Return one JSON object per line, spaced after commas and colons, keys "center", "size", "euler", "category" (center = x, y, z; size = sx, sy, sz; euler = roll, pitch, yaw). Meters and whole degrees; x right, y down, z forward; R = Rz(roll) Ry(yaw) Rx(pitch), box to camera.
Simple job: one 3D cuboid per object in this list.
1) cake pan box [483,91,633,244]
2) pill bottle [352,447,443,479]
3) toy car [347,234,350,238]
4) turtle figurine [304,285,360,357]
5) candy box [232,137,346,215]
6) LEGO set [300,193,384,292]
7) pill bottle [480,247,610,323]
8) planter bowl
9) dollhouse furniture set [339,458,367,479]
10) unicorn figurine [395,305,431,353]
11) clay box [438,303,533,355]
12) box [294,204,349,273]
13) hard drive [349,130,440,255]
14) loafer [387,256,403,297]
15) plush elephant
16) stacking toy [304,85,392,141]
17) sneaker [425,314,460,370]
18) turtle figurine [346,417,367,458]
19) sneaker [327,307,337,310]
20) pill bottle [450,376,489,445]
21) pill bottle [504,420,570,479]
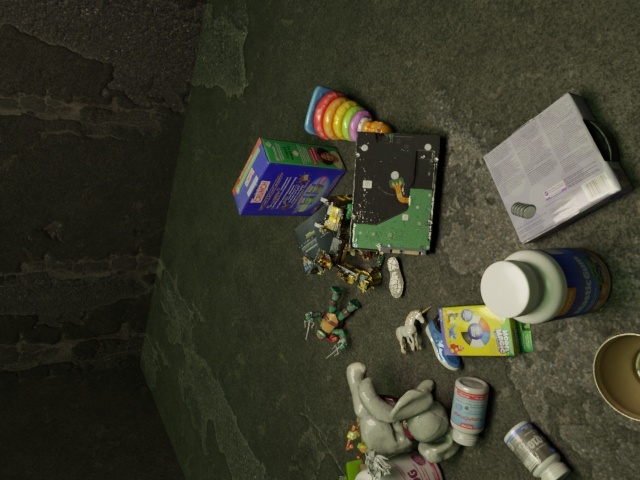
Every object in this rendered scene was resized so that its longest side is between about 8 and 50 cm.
{"center": [0.522, -0.157, 1.192], "size": [0.267, 0.070, 0.246], "euler": [-42, 60, 47], "category": "cake pan box"}
{"center": [0.194, 0.703, 1.482], "size": [0.160, 0.283, 0.161], "euler": [13, 107, 52], "category": "pill bottle"}
{"center": [0.107, -0.019, 1.787], "size": [0.040, 0.060, 0.122], "euler": [22, 120, 18], "category": "toy car"}
{"center": [0.033, 0.281, 1.831], "size": [0.234, 0.175, 0.118], "euler": [-60, 2, 19], "category": "turtle figurine"}
{"center": [-0.113, -0.211, 1.859], "size": [0.268, 0.317, 0.122], "euler": [-52, 51, 41], "category": "candy box"}
{"center": [0.087, 0.005, 1.647], "size": [0.255, 0.192, 0.331], "euler": [36, 117, 29], "category": "LEGO set"}
{"center": [0.465, 0.093, 1.102], "size": [0.152, 0.272, 0.152], "euler": [4, 95, 54], "category": "pill bottle"}
{"center": [0.630, 0.253, 1.017], "size": [0.162, 0.109, 0.162], "euler": [4, 95, 54], "category": "planter bowl"}
{"center": [0.148, 0.877, 1.751], "size": [0.198, 0.151, 0.302], "euler": [-98, 13, -45], "category": "dollhouse furniture set"}
{"center": [0.266, 0.271, 1.566], "size": [0.162, 0.060, 0.111], "euler": [-32, 66, 50], "category": "unicorn figurine"}
{"center": [0.414, 0.225, 1.341], "size": [0.222, 0.053, 0.128], "euler": [-12, 82, 43], "category": "clay box"}
{"center": [0.000, 0.000, 1.930], "size": [0.232, 0.059, 0.184], "euler": [-34, 63, 50], "category": "box"}
{"center": [0.209, -0.134, 1.514], "size": [0.236, 0.064, 0.339], "euler": [4, 96, 9], "category": "hard drive"}
{"center": [0.235, 0.113, 1.633], "size": [0.045, 0.039, 0.125], "euler": [-8, 87, 21], "category": "loafer"}
{"center": [0.239, 0.488, 1.479], "size": [0.272, 0.255, 0.330], "euler": [60, -166, -26], "category": "plush elephant"}
{"center": [0.110, -0.381, 1.715], "size": [0.301, 0.175, 0.166], "euler": [28, 109, 36], "category": "stacking toy"}
{"center": [0.349, 0.274, 1.453], "size": [0.085, 0.058, 0.152], "euler": [114, 145, -43], "category": "sneaker"}
{"center": [0.134, 0.576, 1.682], "size": [0.087, 0.269, 0.217], "euler": [-8, 67, 14], "category": "turtle figurine"}
{"center": [0.034, 0.274, 1.911], "size": [0.031, 0.035, 0.083], "euler": [27, 113, 52], "category": "sneaker"}
{"center": [0.387, 0.445, 1.381], "size": [0.087, 0.087, 0.160], "euler": [16, 105, 53], "category": "pill bottle"}
{"center": [0.503, 0.496, 1.229], "size": [0.137, 0.078, 0.078], "euler": [50, 129, 41], "category": "pill bottle"}
